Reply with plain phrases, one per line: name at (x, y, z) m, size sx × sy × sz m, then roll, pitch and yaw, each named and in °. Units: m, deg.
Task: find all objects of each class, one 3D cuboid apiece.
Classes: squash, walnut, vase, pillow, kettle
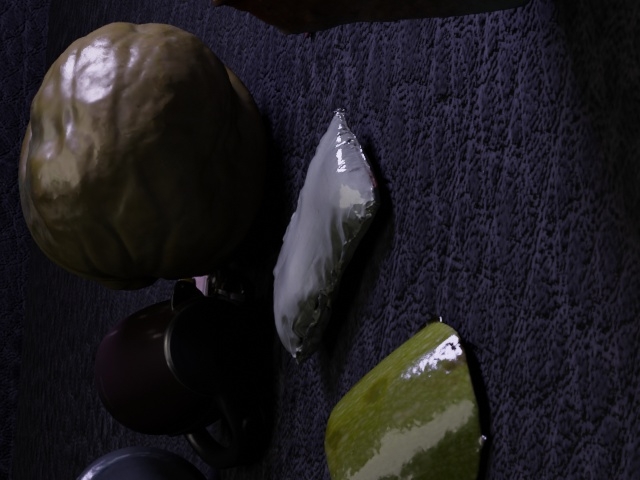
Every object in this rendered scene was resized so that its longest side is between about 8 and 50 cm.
squash at (0.052, 0.148, 1.303) m, size 0.184 × 0.085 × 0.192 m, roll 109°, pitch 156°, yaw -43°
walnut at (-0.186, -0.085, 1.851) m, size 0.253 × 0.282 × 0.276 m, roll -5°, pitch 72°, yaw 34°
vase at (-0.222, 0.391, 2.042) m, size 0.321 × 0.173 × 0.173 m, roll 107°, pitch 159°, yaw -51°
pillow at (0.000, 0.000, 1.561) m, size 0.229 × 0.051 × 0.128 m, roll 113°, pitch 152°, yaw -43°
kettle at (-0.140, 0.151, 1.861) m, size 0.232 × 0.144 × 0.202 m, roll -28°, pitch 80°, yaw 67°

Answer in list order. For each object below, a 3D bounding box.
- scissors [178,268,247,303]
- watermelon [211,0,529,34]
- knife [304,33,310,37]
scissors at (-0.128, 0.040, 2.016) m, size 0.317 × 0.024 × 0.160 m, roll -163°, pitch 77°, yaw -72°
watermelon at (0.058, -0.274, 1.201) m, size 0.151 × 0.302 × 0.264 m, roll 53°, pitch -159°, yaw -52°
knife at (0.014, -0.275, 1.624) m, size 0.247 × 0.018 × 0.035 m, roll 115°, pitch 150°, yaw -52°
